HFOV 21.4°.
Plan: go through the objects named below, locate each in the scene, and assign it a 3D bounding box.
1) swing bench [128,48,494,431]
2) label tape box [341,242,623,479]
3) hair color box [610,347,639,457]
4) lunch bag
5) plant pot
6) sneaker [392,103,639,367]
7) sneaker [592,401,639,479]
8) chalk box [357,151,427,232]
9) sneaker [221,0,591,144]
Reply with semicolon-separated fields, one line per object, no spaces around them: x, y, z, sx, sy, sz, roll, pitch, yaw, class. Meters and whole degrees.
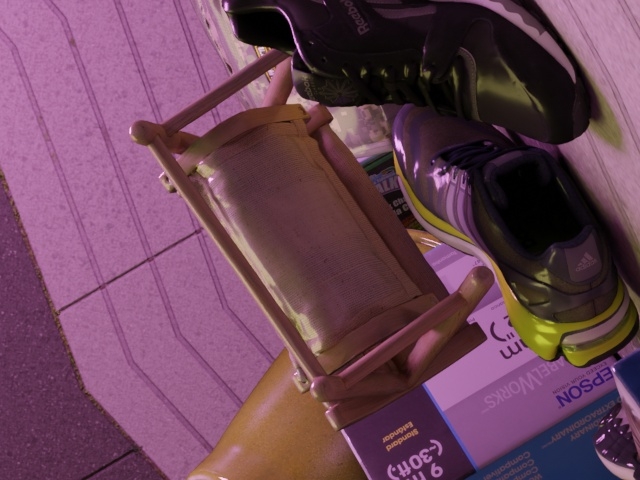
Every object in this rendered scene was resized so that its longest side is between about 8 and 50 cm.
0.000;0.000;1.330;0.253;0.165;0.255;55;175;13;swing bench
0.159;0.169;1.562;0.348;0.249;0.115;58;177;39;label tape box
0.297;0.204;0.897;0.347;0.105;0.174;59;177;42;hair color box
-0.017;-0.215;1.697;0.235;0.169;0.287;65;168;-22;lunch bag
0.056;0.238;1.809;0.366;0.353;0.366;37;150;25;plant pot
0.147;-0.038;1.329;0.300;0.111;0.121;50;162;43;sneaker
0.287;0.175;1.179;0.110;0.107;0.275;41;-172;-15;sneaker
0.035;-0.079;2.045;0.179;0.180;0.289;57;175;48;chalk box
0.050;-0.121;1.159;0.283;0.124;0.107;35;158;32;sneaker
